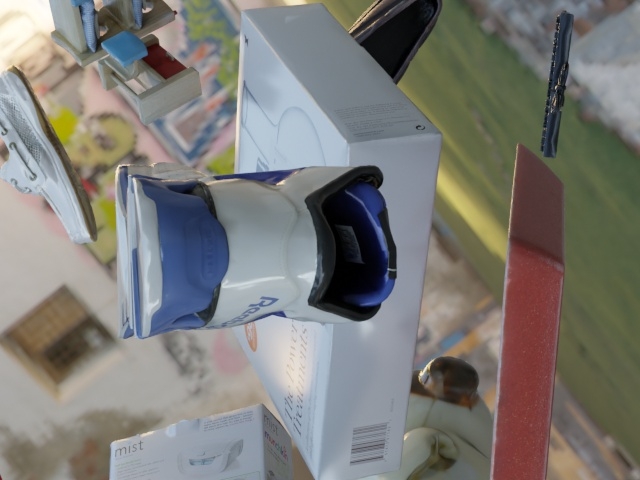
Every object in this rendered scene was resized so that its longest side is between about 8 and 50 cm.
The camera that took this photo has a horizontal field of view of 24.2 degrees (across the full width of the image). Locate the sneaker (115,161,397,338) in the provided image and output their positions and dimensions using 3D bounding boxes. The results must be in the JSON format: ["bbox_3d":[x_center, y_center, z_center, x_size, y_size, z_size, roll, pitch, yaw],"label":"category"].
[{"bbox_3d":[-0.047,0.011,1.030,0.315,0.182,0.127,-163,74,-79],"label":"sneaker"}]

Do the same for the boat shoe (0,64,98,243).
[{"bbox_3d":[-0.407,-0.107,2.111,0.277,0.096,0.098,62,177,5],"label":"boat shoe"}]

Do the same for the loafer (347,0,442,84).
[{"bbox_3d":[0.048,-0.217,1.936,0.109,0.302,0.095,41,175,-13],"label":"loafer"}]

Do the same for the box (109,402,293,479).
[{"bbox_3d":[-0.180,0.395,2.248,0.127,0.262,0.231,56,-158,-48],"label":"box"}]

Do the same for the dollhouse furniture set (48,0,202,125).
[{"bbox_3d":[-0.192,-0.243,1.575,0.184,0.129,0.129,42,152,33],"label":"dollhouse furniture set"}]

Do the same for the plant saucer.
[{"bbox_3d":[0.174,0.077,1.251,0.258,0.048,0.259,-67,-21,-68],"label":"plant saucer"}]

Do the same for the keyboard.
[{"bbox_3d":[0.295,-0.195,1.867,0.108,0.023,0.180,-65,-20,-77],"label":"keyboard"}]

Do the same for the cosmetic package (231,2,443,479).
[{"bbox_3d":[0.000,0.000,1.444,0.284,0.097,0.377,-122,31,-53],"label":"cosmetic package"}]

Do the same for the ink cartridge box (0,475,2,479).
[{"bbox_3d":[-0.532,0.391,2.078,0.078,0.231,0.134,4,116,56],"label":"ink cartridge box"}]

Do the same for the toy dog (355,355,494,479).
[{"bbox_3d":[0.169,0.341,1.979,0.408,0.395,0.284,-109,11,-46],"label":"toy dog"}]
